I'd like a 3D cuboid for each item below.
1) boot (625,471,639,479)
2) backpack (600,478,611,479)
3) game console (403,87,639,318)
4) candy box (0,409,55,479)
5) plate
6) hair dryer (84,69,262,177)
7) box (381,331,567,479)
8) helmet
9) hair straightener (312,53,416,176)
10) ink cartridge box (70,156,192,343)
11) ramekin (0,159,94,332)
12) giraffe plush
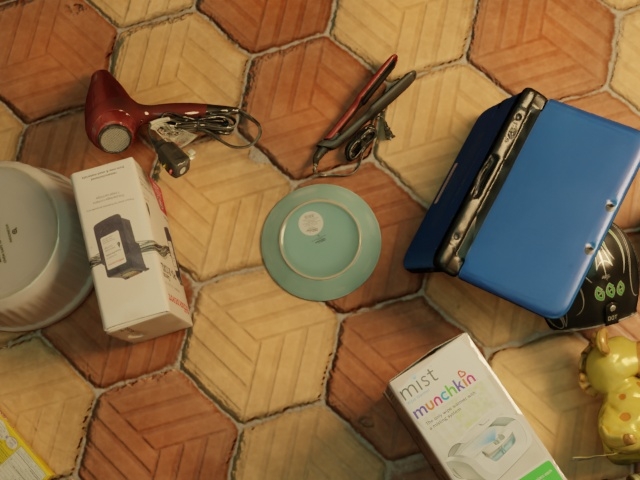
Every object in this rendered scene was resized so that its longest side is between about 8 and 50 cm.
[{"bbox_3d":[0.536,0.389,1.244,0.165,0.077,0.213,-28,82,-2],"label":"boot"},{"bbox_3d":[0.368,0.437,1.206,0.166,0.144,0.188,-24,86,26],"label":"backpack"},{"bbox_3d":[0.283,-0.050,1.299,0.173,0.250,0.293,31,81,-9],"label":"game console"},{"bbox_3d":[-0.506,0.315,1.364,0.105,0.027,0.206,-44,78,-3],"label":"candy box"},{"bbox_3d":[0.000,0.000,1.398,0.188,0.024,0.188,-1,78,5],"label":"plate"},{"bbox_3d":[-0.262,-0.186,1.419,0.294,0.224,0.080,31,124,19],"label":"hair dryer"},{"bbox_3d":[0.195,0.263,1.203,0.127,0.262,0.231,-32,76,-4],"label":"box"},{"bbox_3d":[0.373,0.039,1.296,0.170,0.169,0.161,-14,90,1],"label":"helmet"},{"bbox_3d":[0.075,-0.183,1.420,0.089,0.047,0.230,40,83,12],"label":"hair straightener"},{"bbox_3d":[-0.276,0.021,1.337,0.100,0.172,0.237,-16,77,1],"label":"ink cartridge box"},{"bbox_3d":[-0.478,0.001,1.380,0.273,0.127,0.272,-1,78,4],"label":"ramekin"},{"bbox_3d":[0.431,0.210,1.251,0.210,0.181,0.170,-1,65,-13],"label":"giraffe plush"}]
